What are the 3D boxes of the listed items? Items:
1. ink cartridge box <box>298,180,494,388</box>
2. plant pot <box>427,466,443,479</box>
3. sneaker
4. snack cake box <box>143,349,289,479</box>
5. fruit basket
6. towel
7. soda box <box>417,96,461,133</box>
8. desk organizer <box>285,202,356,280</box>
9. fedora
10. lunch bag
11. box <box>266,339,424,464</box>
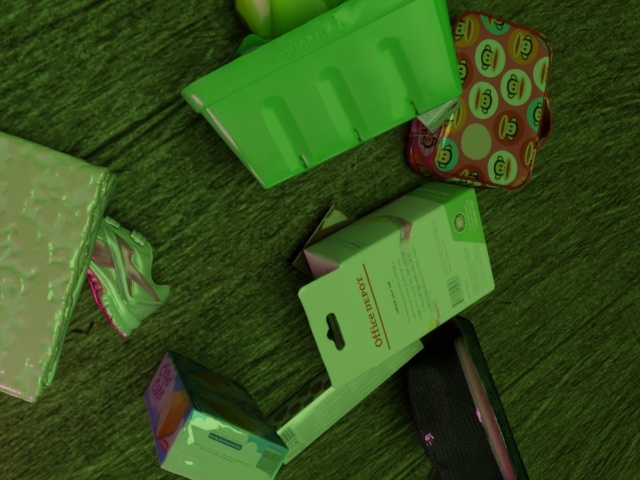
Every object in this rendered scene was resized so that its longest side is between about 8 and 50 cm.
[{"bbox_3d":[0.110,0.066,1.060,0.354,0.119,0.207,-28,115,-22],"label":"ink cartridge box"},{"bbox_3d":[0.317,0.500,1.206,0.167,0.165,0.166,-3,99,-21],"label":"plant pot"},{"bbox_3d":[-0.312,0.014,0.944,0.111,0.103,0.252,-32,109,-22],"label":"sneaker"},{"bbox_3d":[-0.165,0.267,0.938,0.152,0.264,0.089,30,86,-22],"label":"snack cake box"},{"bbox_3d":[-0.017,-0.300,0.894,0.393,0.283,0.391,1,99,5],"label":"fruit basket"},{"bbox_3d":[-0.465,0.011,0.845,0.317,0.053,0.331,18,91,4],"label":"towel"},{"bbox_3d":[0.125,-0.273,1.015,0.069,0.074,0.216,-45,77,13],"label":"soda box"},{"bbox_3d":[0.000,0.000,1.081,0.050,0.047,0.130,36,84,-19],"label":"desk organizer"},{"bbox_3d":[0.247,0.309,1.118,0.153,0.334,0.333,-20,106,10],"label":"fedora"},{"bbox_3d":[0.300,-0.237,1.121,0.258,0.120,0.292,9,94,-22],"label":"lunch bag"},{"bbox_3d":[0.037,0.259,1.121,0.324,0.063,0.067,-38,110,-12],"label":"box"}]
